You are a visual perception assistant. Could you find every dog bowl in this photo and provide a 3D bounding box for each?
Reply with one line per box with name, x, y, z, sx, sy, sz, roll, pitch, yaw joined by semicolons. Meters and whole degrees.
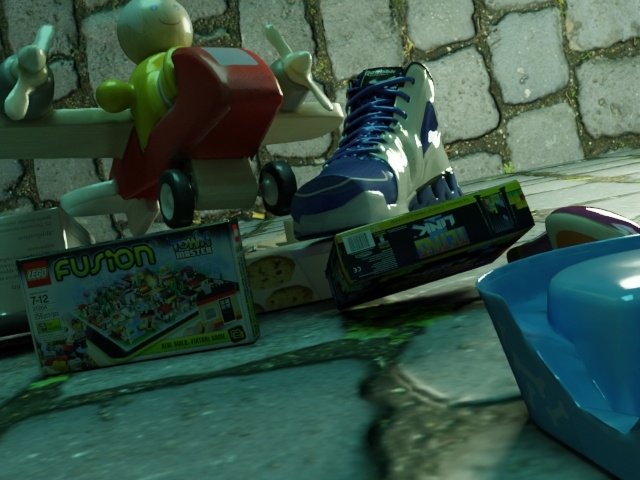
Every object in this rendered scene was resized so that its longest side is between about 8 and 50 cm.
dog bowl;0.175;0.046;0.312;0.165;0.074;0.297;-12;5;-10

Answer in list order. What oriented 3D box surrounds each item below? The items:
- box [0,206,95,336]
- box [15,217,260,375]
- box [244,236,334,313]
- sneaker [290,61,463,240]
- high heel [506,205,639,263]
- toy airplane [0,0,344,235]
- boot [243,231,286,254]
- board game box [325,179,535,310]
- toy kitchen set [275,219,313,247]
box;-0.376;0.048;0.970;0.180;0.119;0.182;-10;-10;-6
box;-0.168;0.053;0.732;0.206;0.114;0.036;-11;5;8
box;-0.055;0.042;0.878;0.323;0.067;0.063;-11;5;-8
sneaker;0.059;-0.107;0.896;0.127;0.182;0.315;-9;5;29
high heel;0.240;0.001;0.639;0.117;0.082;0.244;-22;-7;-5
toy airplane;-0.187;-0.146;0.938;0.384;0.273;0.386;-7;2;15
boot;-0.079;0.016;1.403;0.118;0.042;0.087;-11;11;10
board game box;0.094;0.009;0.733;0.170;0.048;0.141;-17;-14;-7
toy kitchen set;-0.024;-0.007;1.332;0.083;0.068;0.075;-5;8;45
